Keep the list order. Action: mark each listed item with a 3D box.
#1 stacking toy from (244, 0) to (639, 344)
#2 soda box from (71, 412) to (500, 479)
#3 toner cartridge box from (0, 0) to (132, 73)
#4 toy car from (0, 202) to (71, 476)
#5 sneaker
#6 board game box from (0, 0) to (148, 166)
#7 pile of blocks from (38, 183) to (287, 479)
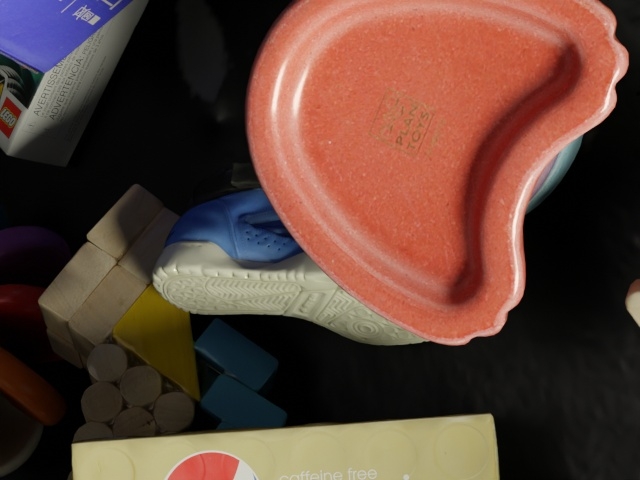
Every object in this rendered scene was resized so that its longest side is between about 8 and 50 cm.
[{"bbox_3d":[0.141,-0.090,0.471,0.280,0.130,0.309,35,112,9],"label":"stacking toy"},{"bbox_3d":[-0.013,0.112,0.509,0.181,0.058,0.061,-4,81,3],"label":"soda box"},{"bbox_3d":[-0.072,-0.260,0.608,0.348,0.075,0.165,-36,63,16],"label":"toner cartridge box"},{"bbox_3d":[-0.209,0.046,0.701,0.136,0.159,0.182,-29,61,-4],"label":"toy car"},{"bbox_3d":[0.000,-0.001,0.572,0.152,0.058,0.084,5,53,17],"label":"sneaker"},{"bbox_3d":[-0.224,-0.210,0.785,0.305,0.053,0.193,41,109,35],"label":"board game box"},{"bbox_3d":[-0.069,0.157,0.598,0.112,0.149,0.362,106,161,-67],"label":"pile of blocks"}]
